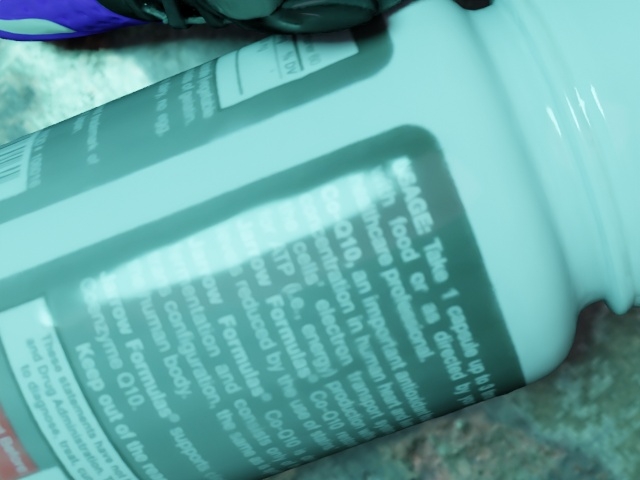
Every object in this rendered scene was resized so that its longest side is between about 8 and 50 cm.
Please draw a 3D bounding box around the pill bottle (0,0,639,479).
[{"bbox_3d":[0.000,0.000,0.400,0.283,0.161,0.161,-20,92,7],"label":"pill bottle"}]

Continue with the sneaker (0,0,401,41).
[{"bbox_3d":[-0.036,-0.123,0.358,0.293,0.146,0.102,-17,135,23],"label":"sneaker"}]
